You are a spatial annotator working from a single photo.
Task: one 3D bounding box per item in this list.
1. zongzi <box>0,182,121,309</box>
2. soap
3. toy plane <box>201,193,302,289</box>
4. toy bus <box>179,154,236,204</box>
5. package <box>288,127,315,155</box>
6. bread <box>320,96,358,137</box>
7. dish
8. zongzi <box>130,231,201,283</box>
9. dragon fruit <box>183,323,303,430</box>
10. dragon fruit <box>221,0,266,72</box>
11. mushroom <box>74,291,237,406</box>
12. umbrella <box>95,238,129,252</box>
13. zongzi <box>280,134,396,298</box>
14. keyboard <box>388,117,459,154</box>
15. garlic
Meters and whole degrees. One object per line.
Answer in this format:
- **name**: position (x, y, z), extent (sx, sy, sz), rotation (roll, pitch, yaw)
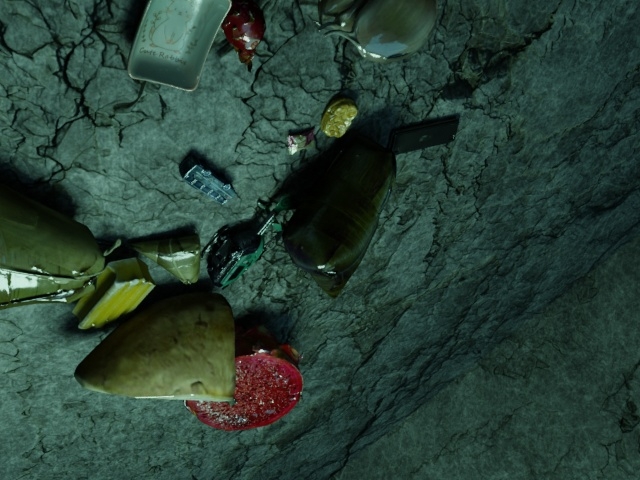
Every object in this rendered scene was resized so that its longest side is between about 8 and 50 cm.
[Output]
- **zongzi**: position (-0.598, -0.072, 1.292), extent (0.500, 0.218, 0.467), rotation (-5, 127, -37)
- **soap**: position (-0.509, 0.132, 1.625), extent (0.140, 0.073, 0.232), rotation (-13, 157, -50)
- **toy plane**: position (-0.196, 0.010, 1.773), extent (0.382, 0.106, 0.155), rotation (-50, 147, 18)
- **toy bus**: position (-0.273, -0.145, 1.581), extent (0.065, 0.047, 0.166), rotation (-38, 144, 12)
- **package**: position (-0.046, -0.251, 1.650), extent (0.083, 0.029, 0.059), rotation (-25, 136, -29)
- **bread**: position (0.046, -0.311, 1.640), extent (0.083, 0.044, 0.111), rotation (5, 131, -39)
- **dish**: position (-0.284, -0.408, 1.258), extent (0.151, 0.077, 0.212), rotation (5, 128, -38)
- **zongzi**: position (-0.400, 0.057, 1.692), extent (0.176, 0.078, 0.160), rotation (-7, 137, -17)
- **dragon fruit**: position (-0.244, 0.414, 2.066), extent (0.371, 0.249, 0.386), rotation (9, 124, -23)
- **dragon fruit**: position (-0.151, -0.419, 1.340), extent (0.094, 0.094, 0.190), rotation (-27, 147, -10)
- **mushroom**: position (-0.430, 0.278, 1.718), extent (0.397, 0.314, 0.224), rotation (10, 166, -37)
- **umbrella**: position (-0.524, 0.008, 1.587), extent (0.122, 0.022, 0.013), rotation (22, 126, -37)
- **zongzi**: position (0.084, -0.049, 1.816), extent (0.403, 0.208, 0.432), rotation (-57, 157, -12)
- **keyboard**: position (0.295, -0.296, 1.860), extent (0.230, 0.025, 0.094), rotation (-15, 137, -24)
- **garlic**: position (0.121, -0.502, 1.358), extent (0.292, 0.210, 0.237), rotation (-49, 148, 5)
